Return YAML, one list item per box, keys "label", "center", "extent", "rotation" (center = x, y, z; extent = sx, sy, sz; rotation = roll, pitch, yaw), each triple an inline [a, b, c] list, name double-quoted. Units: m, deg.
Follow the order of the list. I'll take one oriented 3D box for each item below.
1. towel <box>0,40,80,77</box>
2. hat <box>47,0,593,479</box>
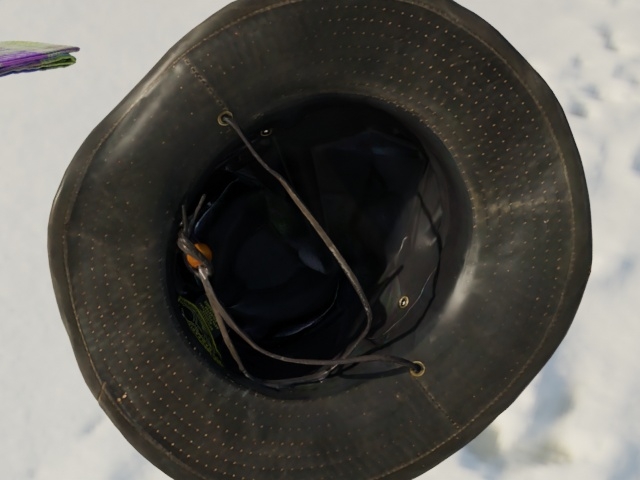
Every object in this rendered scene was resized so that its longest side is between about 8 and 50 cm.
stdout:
- label: "towel"
  center: [-0.150, -0.073, 0.693]
  extent: [0.060, 0.009, 0.083]
  rotation: [10, 20, 40]
- label: "hat"
  center: [0.000, 0.000, 1.036]
  extent: [0.331, 0.331, 0.134]
  rotation: [11, 4, -4]
